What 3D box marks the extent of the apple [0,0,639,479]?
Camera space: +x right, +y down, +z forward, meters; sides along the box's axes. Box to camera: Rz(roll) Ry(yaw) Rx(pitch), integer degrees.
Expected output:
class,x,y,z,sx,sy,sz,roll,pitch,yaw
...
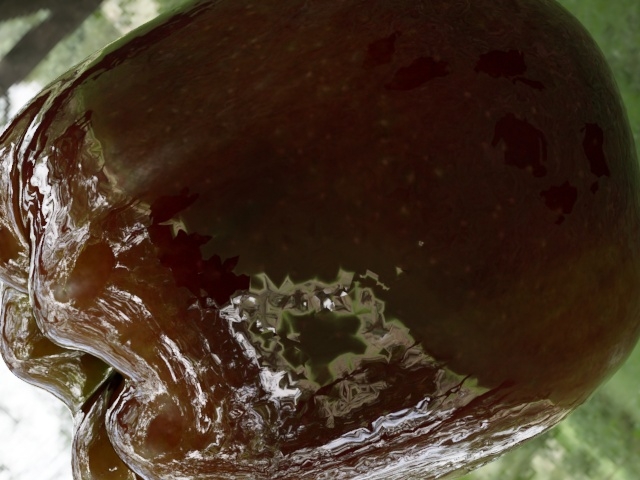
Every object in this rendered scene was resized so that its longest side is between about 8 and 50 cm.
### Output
class,x,y,z,sx,sy,sz,roll,pitch,yaw
apple,0.000,0.000,0.609,0.288,0.316,0.288,48,150,39
